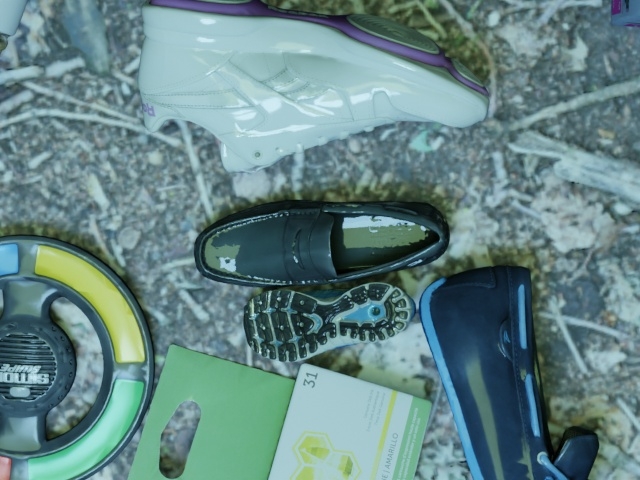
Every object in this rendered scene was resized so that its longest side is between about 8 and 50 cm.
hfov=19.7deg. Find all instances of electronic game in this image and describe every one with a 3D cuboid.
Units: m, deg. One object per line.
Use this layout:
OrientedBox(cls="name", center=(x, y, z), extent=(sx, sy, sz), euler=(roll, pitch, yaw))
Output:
OrientedBox(cls="electronic game", center=(-0.259, 0.109, 1.618), extent=(0.229, 0.048, 0.229), euler=(0, 94, 0))

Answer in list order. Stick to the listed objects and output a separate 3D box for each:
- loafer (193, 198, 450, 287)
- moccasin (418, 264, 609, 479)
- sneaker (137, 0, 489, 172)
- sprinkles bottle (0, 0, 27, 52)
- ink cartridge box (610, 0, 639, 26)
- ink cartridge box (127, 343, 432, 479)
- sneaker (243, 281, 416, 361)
OrientedBox(cls="loafer", center=(0.000, 0.000, 1.594), extent=(0.223, 0.078, 0.076), euler=(-5, 93, 1))
OrientedBox(cls="moccasin", center=(0.185, 0.186, 1.575), extent=(0.117, 0.138, 0.342), euler=(-19, 93, 3))
OrientedBox(cls="sneaker", center=(-0.010, -0.124, 1.587), extent=(0.305, 0.114, 0.152), euler=(12, 107, 4))
OrientedBox(cls="sprinkles bottle", center=(-0.364, -0.077, 1.570), extent=(0.121, 0.121, 0.355), euler=(22, 94, -1))
OrientedBox(cls="ink cartridge box", center=(0.343, -0.197, 1.465), extent=(0.185, 0.311, 0.065), euler=(3, 92, 1))
OrientedBox(cls="ink cartridge box", center=(-0.038, 0.188, 1.587), extent=(0.235, 0.056, 0.171), euler=(17, 67, -2))
OrientedBox(cls="sneaker", center=(0.010, 0.071, 1.606), extent=(0.162, 0.073, 0.063), euler=(-5, 88, 21))
